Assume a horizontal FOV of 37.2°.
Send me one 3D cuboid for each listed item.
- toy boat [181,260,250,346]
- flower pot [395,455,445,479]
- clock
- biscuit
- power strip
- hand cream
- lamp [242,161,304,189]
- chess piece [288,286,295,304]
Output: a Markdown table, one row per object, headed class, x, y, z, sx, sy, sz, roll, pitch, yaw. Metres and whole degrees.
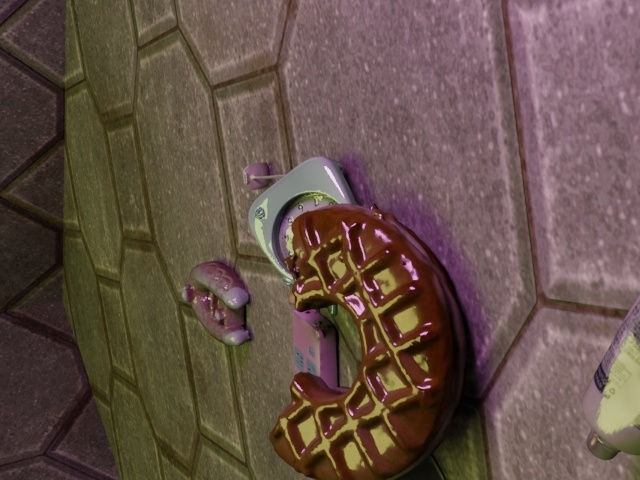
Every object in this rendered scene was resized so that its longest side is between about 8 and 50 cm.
| class | x | y | z | sx | sy | sz | roll | pitch | yaw |
| --- | --- | --- | --- | --- | --- | --- | --- | --- | --- |
| toy boat | -0.219 | 0.126 | 1.931 | 0.227 | 0.085 | 0.155 | 37 | 134 | 56 |
| flower pot | 0.076 | 0.318 | 1.349 | 0.229 | 0.108 | 0.103 | 42 | 135 | 52 |
| clock | 0.000 | 0.000 | 1.350 | 0.159 | 0.066 | 0.211 | -34 | 74 | 22 |
| biscuit | 0.060 | 0.137 | 1.203 | 0.268 | 0.115 | 0.366 | 8 | 97 | 39 |
| power strip | -0.009 | 0.245 | 1.583 | 0.109 | 0.037 | 0.279 | 35 | 131 | 58 |
| hand cream | 0.313 | 0.072 | 0.804 | 0.124 | 0.078 | 0.340 | 59 | 141 | 39 |
| lamp | -0.055 | -0.106 | 1.557 | 0.198 | 0.056 | 0.050 | 7 | 106 | 53 |
| chess piece | -0.005 | 0.010 | 1.434 | 0.094 | 0.094 | 0.170 | -179 | 87 | -65 |
